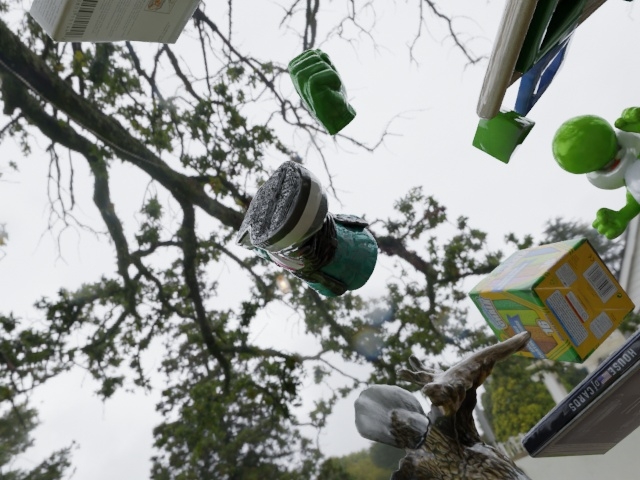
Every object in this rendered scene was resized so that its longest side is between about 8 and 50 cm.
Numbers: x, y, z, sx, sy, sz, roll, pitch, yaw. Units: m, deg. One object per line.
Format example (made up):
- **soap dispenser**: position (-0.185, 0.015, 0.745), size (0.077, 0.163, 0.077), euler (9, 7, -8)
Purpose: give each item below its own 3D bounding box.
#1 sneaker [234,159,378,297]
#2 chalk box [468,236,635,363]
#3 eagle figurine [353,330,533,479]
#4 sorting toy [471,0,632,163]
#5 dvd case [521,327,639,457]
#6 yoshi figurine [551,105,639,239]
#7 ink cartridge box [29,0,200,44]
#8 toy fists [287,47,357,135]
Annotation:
- **sneaker**: position (0.000, 0.000, 0.626), size (0.178, 0.124, 0.295), euler (23, -8, -15)
- **chalk box**: position (0.340, 0.097, 0.788), size (0.132, 0.132, 0.213), euler (-37, 1, -18)
- **eagle figurine**: position (0.167, 0.272, 0.507), size (0.226, 0.298, 0.225), euler (-13, 0, 3)
- **sorting toy**: position (0.168, -0.179, 0.272), size (0.196, 0.047, 0.348), euler (-45, -24, -21)
- **dvd case**: position (0.372, 0.176, 0.588), size (0.179, 0.029, 0.239), euler (15, -60, -34)
- **yoshi figurine**: position (0.546, -0.122, 0.867), size (0.203, 0.362, 0.203), euler (-36, -53, 0)
- **ink cartridge box**: position (-0.263, -0.435, 0.753), size (0.296, 0.066, 0.261), euler (-43, -4, 32)
- **toy fists**: position (0.001, -0.321, 1.023), size (0.096, 0.279, 0.142), euler (-36, -66, 14)
